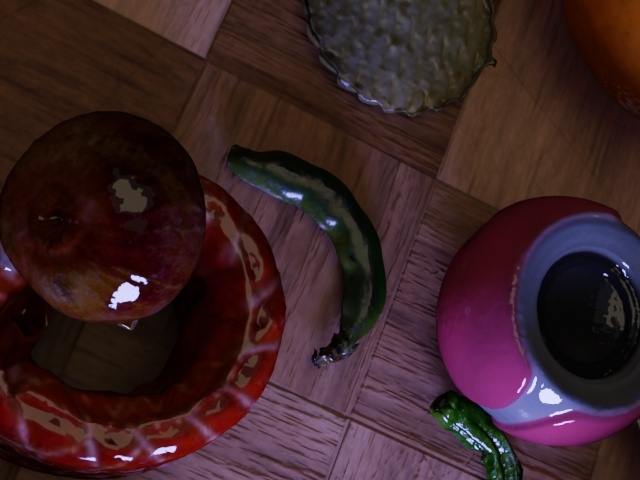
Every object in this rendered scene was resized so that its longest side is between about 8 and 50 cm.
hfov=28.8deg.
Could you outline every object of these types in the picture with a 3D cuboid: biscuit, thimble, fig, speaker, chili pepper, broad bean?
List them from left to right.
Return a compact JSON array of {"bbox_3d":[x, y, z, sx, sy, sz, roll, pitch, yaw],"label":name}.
[{"bbox_3d":[-0.222,0.082,1.308,0.350,0.230,0.350,5,75,-21],"label":"thimble"},{"bbox_3d":[-0.186,-0.017,1.129,0.205,0.205,0.205,5,76,-20],"label":"fig"},{"bbox_3d":[0.000,0.000,1.506,0.144,0.049,0.292,-22,87,-22],"label":"broad bean"},{"bbox_3d":[0.111,-0.250,1.613,0.273,0.036,0.187,-6,80,-22],"label":"biscuit"},{"bbox_3d":[0.198,0.262,1.522,0.073,0.050,0.182,-27,91,-31],"label":"chili pepper"},{"bbox_3d":[0.273,0.090,1.467,0.294,0.294,0.294,5,76,-20],"label":"speaker"}]

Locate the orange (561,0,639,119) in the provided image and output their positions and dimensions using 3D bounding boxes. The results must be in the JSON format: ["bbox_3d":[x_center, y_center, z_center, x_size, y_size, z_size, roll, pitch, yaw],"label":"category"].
[{"bbox_3d":[0.520,-0.325,1.626,0.424,0.326,0.424,3,81,-18],"label":"orange"}]

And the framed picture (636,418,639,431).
[{"bbox_3d":[0.516,0.224,1.593,0.252,0.014,0.197,-16,80,-24],"label":"framed picture"}]
